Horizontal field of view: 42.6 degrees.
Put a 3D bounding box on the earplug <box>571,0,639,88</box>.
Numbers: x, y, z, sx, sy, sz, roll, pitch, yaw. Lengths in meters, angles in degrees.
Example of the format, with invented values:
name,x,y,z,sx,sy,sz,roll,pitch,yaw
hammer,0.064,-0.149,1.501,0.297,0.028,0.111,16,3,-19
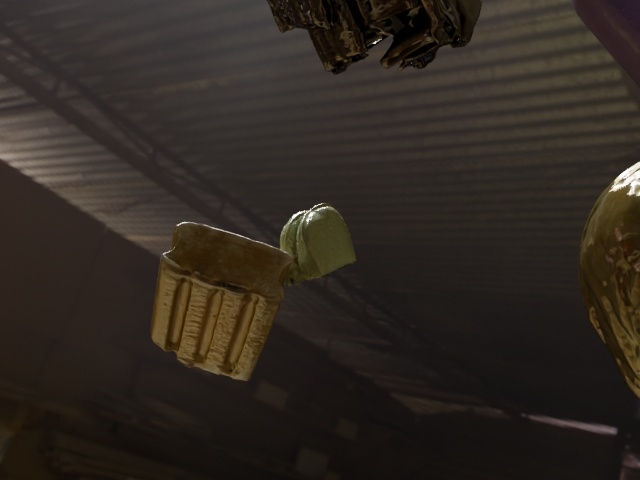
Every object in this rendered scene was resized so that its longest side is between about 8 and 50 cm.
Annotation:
name,x,y,z,sx,sy,sz,roll,pitch,yaw
earplug,0.497,-0.263,1.071,0.215,0.456,0.215,-20,-34,-14

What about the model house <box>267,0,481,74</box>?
name,x,y,z,sx,sy,sz,roll,pitch,yaw
model house,0.050,-0.371,1.122,0.282,0.297,0.317,-20,-79,33

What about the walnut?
name,x,y,z,sx,sy,sz,roll,pitch,yaw
walnut,0.363,0.042,0.726,0.283,0.283,0.227,7,10,31

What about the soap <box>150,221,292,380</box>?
name,x,y,z,sx,sy,sz,roll,pitch,yaw
soap,-0.126,0.081,0.988,0.140,0.073,0.232,18,-36,-3

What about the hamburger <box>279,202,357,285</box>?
name,x,y,z,sx,sy,sz,roll,pitch,yaw
hamburger,-0.003,0.000,0.994,0.054,0.084,0.121,-16,0,37
